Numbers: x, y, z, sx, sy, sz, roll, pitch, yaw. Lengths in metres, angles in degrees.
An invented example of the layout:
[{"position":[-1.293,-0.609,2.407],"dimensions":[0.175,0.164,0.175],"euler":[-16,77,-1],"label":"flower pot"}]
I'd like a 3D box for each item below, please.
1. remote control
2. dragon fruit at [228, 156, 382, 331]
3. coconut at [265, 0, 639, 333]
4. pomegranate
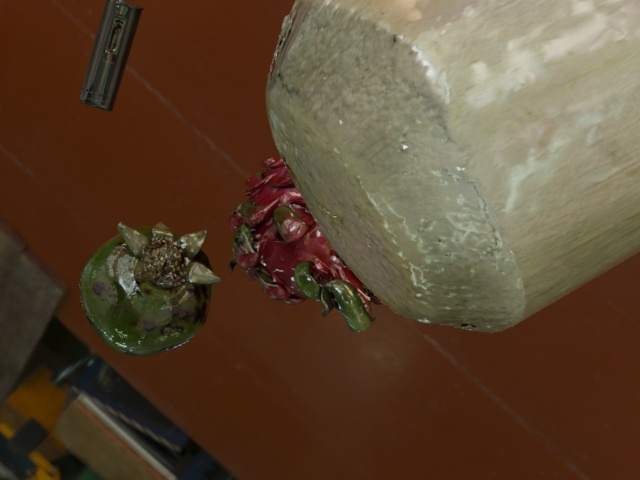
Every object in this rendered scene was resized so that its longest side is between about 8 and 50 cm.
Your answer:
[{"position":[-0.172,-0.152,0.758],"dimensions":[0.034,0.091,0.016],"euler":[16,-176,-14],"label":"remote control"},{"position":[-0.002,-0.010,1.176],"dimensions":[0.273,0.218,0.198],"euler":[14,107,53],"label":"dragon fruit"},{"position":[0.099,-0.072,0.488],"dimensions":[0.224,0.234,0.224],"euler":[48,161,22],"label":"coconut"},{"position":[-0.176,0.040,0.971],"dimensions":[0.148,0.148,0.169],"euler":[38,131,4],"label":"pomegranate"}]
